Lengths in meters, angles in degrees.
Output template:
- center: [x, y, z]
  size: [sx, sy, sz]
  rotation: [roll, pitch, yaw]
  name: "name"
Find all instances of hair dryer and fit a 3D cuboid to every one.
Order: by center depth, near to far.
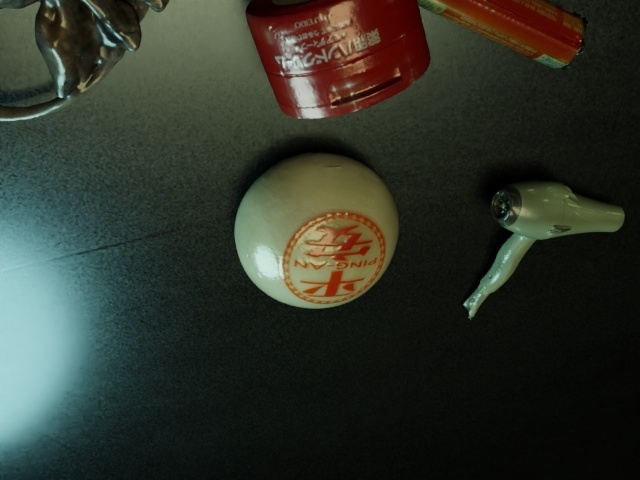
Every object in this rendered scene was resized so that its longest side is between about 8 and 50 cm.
- center: [0.353, 0.009, 1.087]
  size: [0.229, 0.092, 0.267]
  rotation: [-9, 137, -13]
  name: "hair dryer"

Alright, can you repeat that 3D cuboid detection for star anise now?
- center: [-0.278, -0.298, 0.727]
  size: [0.359, 0.139, 0.316]
  rotation: [-9, 117, 12]
  name: "star anise"

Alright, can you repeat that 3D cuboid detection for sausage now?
- center: [0.204, -0.290, 0.850]
  size: [0.263, 0.083, 0.083]
  rotation: [17, 116, -20]
  name: "sausage"

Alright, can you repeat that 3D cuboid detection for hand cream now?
- center: [0.020, -0.234, 0.780]
  size: [0.193, 0.193, 0.125]
  rotation: [-22, 121, 2]
  name: "hand cream"

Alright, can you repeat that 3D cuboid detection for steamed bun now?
- center: [0.000, 0.000, 0.948]
  size: [0.231, 0.145, 0.232]
  rotation: [-5, 122, -8]
  name: "steamed bun"
